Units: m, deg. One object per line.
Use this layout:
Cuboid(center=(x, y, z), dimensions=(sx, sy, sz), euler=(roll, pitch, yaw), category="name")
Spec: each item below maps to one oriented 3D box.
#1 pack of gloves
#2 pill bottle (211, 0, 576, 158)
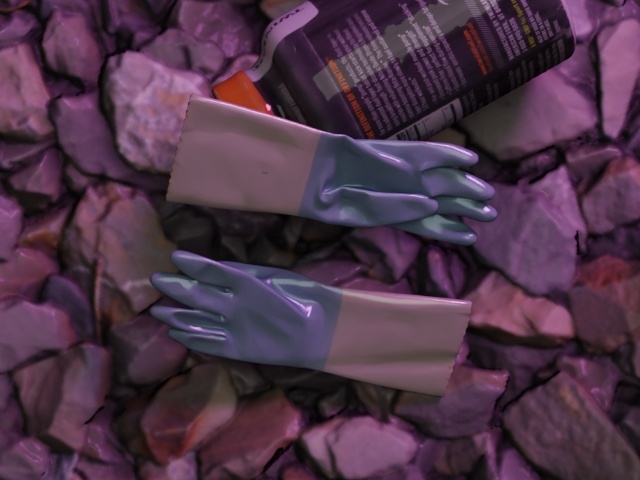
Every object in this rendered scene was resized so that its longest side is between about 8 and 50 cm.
Cuboid(center=(0.000, 0.000, 1.324), dimensions=(0.232, 0.046, 0.195), euler=(11, 115, -10), category="pack of gloves")
Cuboid(center=(0.047, -0.129, 1.337), dimensions=(0.245, 0.130, 0.130), euler=(-30, 83, -3), category="pill bottle")
